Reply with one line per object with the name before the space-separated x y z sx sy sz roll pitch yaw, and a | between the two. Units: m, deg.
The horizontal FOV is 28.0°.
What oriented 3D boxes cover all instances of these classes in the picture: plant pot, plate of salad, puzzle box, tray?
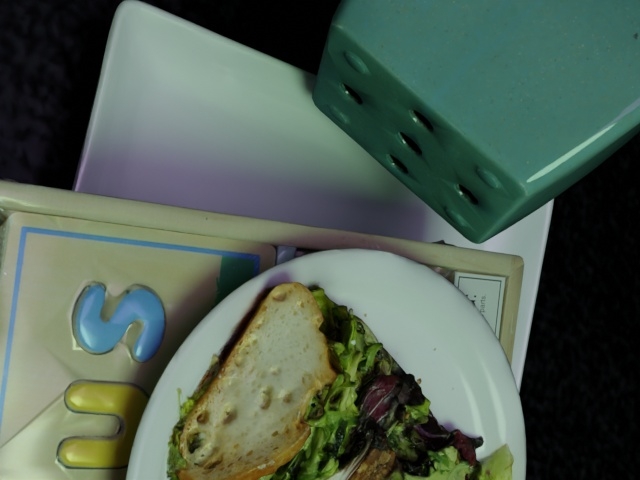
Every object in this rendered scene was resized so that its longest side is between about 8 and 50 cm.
plant pot | 0.114 -0.124 0.568 0.165 0.166 0.234 41 77 4
plate of salad | 0.015 0.103 0.519 0.200 0.048 0.200 -2 93 -34
puzzle box | -0.052 0.189 0.540 0.272 0.052 0.409 7 89 -33
tray | 0.000 0.000 0.619 0.270 0.030 0.145 19 77 -33
